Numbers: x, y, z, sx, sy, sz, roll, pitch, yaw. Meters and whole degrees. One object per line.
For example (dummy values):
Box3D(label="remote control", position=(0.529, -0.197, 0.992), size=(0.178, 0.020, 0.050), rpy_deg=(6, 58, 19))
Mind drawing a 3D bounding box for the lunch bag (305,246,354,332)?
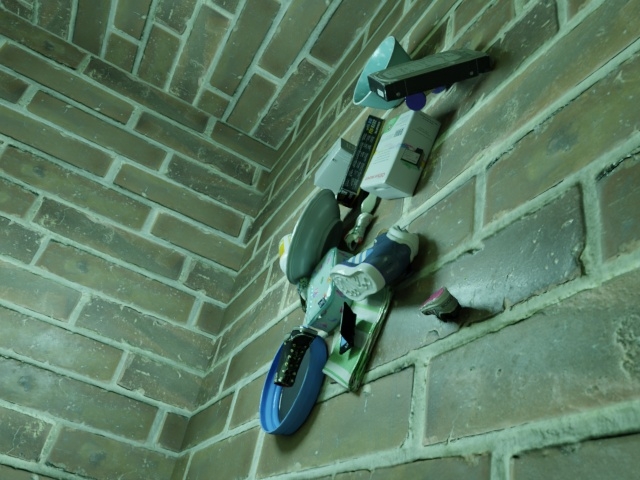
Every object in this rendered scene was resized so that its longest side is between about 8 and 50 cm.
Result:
Box3D(label="lunch bag", position=(0.030, 0.181, 1.933), size=(0.224, 0.108, 0.279), rpy_deg=(-50, 23, 39))

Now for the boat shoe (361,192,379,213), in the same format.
Box3D(label="boat shoe", position=(0.196, -0.154, 2.024), size=(0.043, 0.049, 0.137), rpy_deg=(21, -88, -65))

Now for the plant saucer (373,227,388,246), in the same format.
Box3D(label="plant saucer", position=(0.208, -0.001, 1.823), size=(0.083, 0.015, 0.083), rpy_deg=(-53, 21, 32))

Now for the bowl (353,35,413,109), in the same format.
Box3D(label="bowl", position=(0.286, -0.677, 2.269), size=(0.311, 0.163, 0.311), rpy_deg=(-55, 19, 30))

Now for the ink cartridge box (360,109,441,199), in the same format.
Box3D(label="ink cartridge box", position=(0.273, -0.289, 1.855), size=(0.278, 0.117, 0.201), rpy_deg=(-67, 18, -8))

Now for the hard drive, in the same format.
Box3D(label="hard drive", position=(0.338, -0.536, 1.724), size=(0.237, 0.339, 0.064), rpy_deg=(-108, 2, -64))

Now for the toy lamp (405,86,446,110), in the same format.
Box3D(label="toy lamp", position=(0.368, -0.511, 1.819), size=(0.080, 0.080, 0.274), rpy_deg=(-48, 0, 43))

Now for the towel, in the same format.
Box3D(label="towel", position=(0.113, 0.285, 1.673), size=(0.325, 0.038, 0.248), rpy_deg=(-68, 17, -9))

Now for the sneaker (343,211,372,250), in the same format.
Box3D(label="sneaker", position=(0.148, -0.029, 1.989), size=(0.161, 0.057, 0.075), rpy_deg=(-53, 38, 30))

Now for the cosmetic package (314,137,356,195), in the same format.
Box3D(label="cosmetic package", position=(0.081, -0.335, 2.460), size=(0.238, 0.127, 0.107), rpy_deg=(-55, 19, 33))

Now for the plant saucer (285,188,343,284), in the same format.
Box3D(label="plant saucer", position=(0.000, 0.000, 2.113), size=(0.400, 0.100, 0.400), rpy_deg=(-55, -23, -36))

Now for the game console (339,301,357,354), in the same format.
Box3D(label="game console", position=(0.068, 0.269, 1.647), size=(0.107, 0.071, 0.122), rpy_deg=(-48, 22, 43))

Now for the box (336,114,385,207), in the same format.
Box3D(label="box", position=(0.155, -0.310, 2.169), size=(0.257, 0.079, 0.322), rpy_deg=(125, 166, -80))

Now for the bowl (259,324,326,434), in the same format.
Box3D(label="bowl", position=(-0.098, 0.499, 1.925), size=(0.391, 0.077, 0.391), rpy_deg=(-53, 21, 32))

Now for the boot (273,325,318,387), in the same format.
Box3D(label="boot", position=(-0.083, 0.385, 1.773), size=(0.236, 0.085, 0.178), rpy_deg=(135, 153, -61))

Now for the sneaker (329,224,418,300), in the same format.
Box3D(label="sneaker", position=(0.178, 0.060, 1.639), size=(0.236, 0.130, 0.323), rpy_deg=(-41, 6, -20))

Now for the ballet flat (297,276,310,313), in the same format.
Box3D(label="ballet flat", position=(-0.051, 0.220, 2.097), size=(0.188, 0.070, 0.070), rpy_deg=(82, -168, -46))

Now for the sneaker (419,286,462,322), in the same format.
Box3D(label="sneaker", position=(0.290, 0.163, 1.288), size=(0.063, 0.075, 0.170), rpy_deg=(-43, -10, -15))

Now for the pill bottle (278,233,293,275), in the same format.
Box3D(label="pill bottle", position=(-0.118, 0.080, 2.447), size=(0.136, 0.136, 0.245), rpy_deg=(-58, 19, 20))

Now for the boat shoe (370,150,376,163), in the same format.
Box3D(label="boat shoe", position=(0.220, -0.276, 2.099), size=(0.190, 0.068, 0.072), rpy_deg=(-71, 2, -56))
